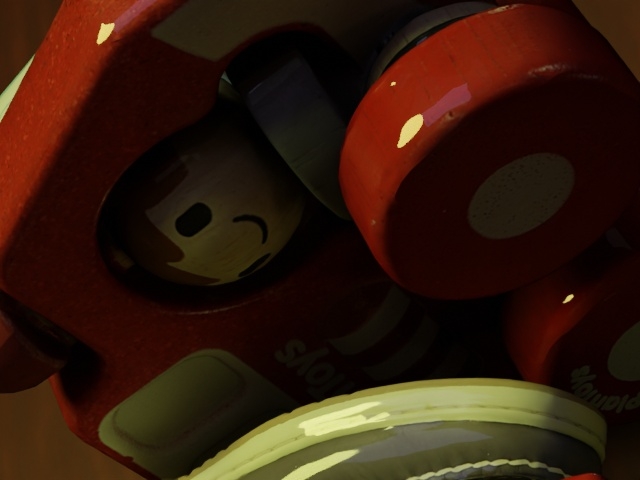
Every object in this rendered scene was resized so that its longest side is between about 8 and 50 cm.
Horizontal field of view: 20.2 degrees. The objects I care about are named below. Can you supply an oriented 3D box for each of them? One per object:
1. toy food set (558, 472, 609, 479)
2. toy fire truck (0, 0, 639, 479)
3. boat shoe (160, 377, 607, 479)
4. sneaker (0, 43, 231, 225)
[{"bbox_3d":[0.103,0.129,0.529,0.232,0.111,0.105,-19,64,14],"label":"toy food set"},{"bbox_3d":[0.000,0.000,0.667,0.254,0.302,0.169,-38,51,10],"label":"toy fire truck"},{"bbox_3d":[-0.021,0.129,0.668,0.285,0.103,0.092,-20,54,26],"label":"boat shoe"},{"bbox_3d":[-0.061,-0.102,0.982,0.319,0.127,0.208,-61,33,0],"label":"sneaker"}]
